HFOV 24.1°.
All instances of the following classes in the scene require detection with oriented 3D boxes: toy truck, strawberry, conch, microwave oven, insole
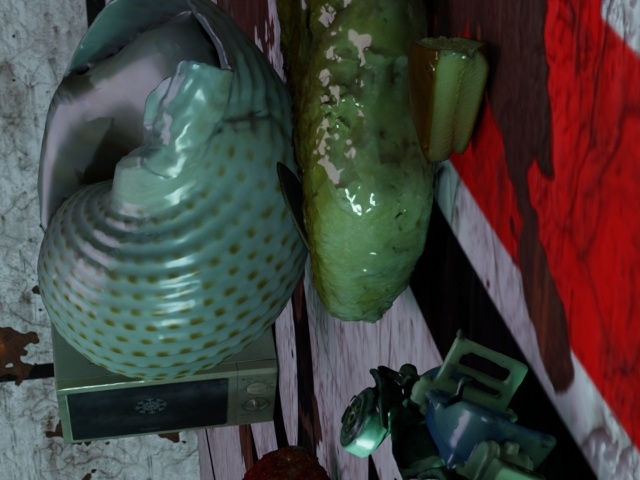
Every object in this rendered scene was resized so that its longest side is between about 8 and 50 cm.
[{"bbox_3d":[0.068,0.088,0.621,0.154,0.080,0.078,-123,56,-73],"label":"toy truck"},{"bbox_3d":[-0.026,0.223,1.253,0.106,0.106,0.106,175,90,-82],"label":"strawberry"},{"bbox_3d":[-0.110,-0.051,1.260,0.319,0.215,0.303,-47,46,35],"label":"conch"},{"bbox_3d":[-0.180,0.114,1.698,0.145,0.240,0.194,96,166,-54],"label":"microwave oven"},{"bbox_3d":[0.000,0.000,0.999,0.188,0.004,0.064,55,-159,-64],"label":"insole"}]

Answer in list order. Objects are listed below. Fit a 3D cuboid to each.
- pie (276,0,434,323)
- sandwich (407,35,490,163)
[{"bbox_3d":[0.009,-0.109,0.876,0.323,0.070,0.323,175,90,-83],"label":"pie"},{"bbox_3d":[0.057,-0.075,0.687,0.083,0.031,0.044,98,162,-60],"label":"sandwich"}]
